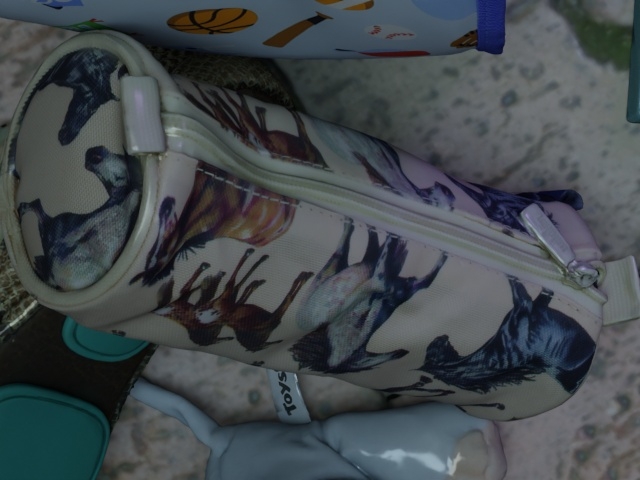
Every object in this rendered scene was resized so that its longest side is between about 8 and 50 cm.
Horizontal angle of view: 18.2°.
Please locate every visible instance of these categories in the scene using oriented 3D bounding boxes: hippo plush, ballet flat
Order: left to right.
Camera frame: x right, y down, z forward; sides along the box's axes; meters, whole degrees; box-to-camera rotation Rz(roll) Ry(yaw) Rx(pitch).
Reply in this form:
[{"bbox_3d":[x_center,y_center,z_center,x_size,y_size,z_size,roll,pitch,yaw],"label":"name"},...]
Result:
[{"bbox_3d":[-0.196,0.064,1.343,0.182,0.164,0.482,37,96,41],"label":"ballet flat"},{"bbox_3d":[0.013,0.205,1.311,0.234,0.236,0.294,-25,99,11],"label":"hippo plush"}]

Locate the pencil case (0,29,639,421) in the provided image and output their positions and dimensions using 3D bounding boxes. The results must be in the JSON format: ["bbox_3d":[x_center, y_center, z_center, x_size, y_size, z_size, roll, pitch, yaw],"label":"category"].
[{"bbox_3d":[0.000,0.000,1.203,0.183,0.410,0.160,-32,54,38],"label":"pencil case"}]

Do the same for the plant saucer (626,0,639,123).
[{"bbox_3d":[0.242,-0.170,1.318,0.067,0.018,0.192,3,102,5],"label":"plant saucer"}]

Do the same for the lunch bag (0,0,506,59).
[{"bbox_3d":[-0.039,-0.218,1.148,0.328,0.385,0.239,4,103,6],"label":"lunch bag"}]
